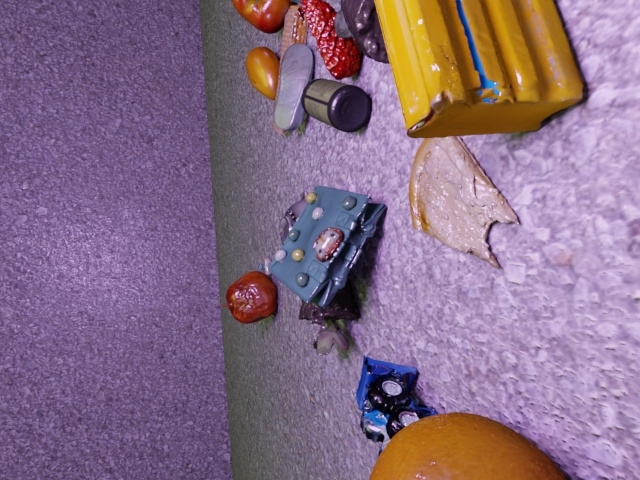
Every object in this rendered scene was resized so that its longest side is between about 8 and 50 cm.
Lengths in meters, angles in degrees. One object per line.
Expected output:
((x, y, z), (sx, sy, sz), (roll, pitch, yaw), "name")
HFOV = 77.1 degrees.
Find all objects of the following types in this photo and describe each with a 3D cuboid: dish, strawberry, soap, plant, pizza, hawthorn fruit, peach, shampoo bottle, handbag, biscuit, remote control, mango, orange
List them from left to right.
((-0.297, 0.239, 1.586), (0.207, 0.243, 0.207), (25, 121, 49), "hawthorn fruit")
((-0.174, -0.774, 1.247), (0.243, 0.200, 0.243), (-15, -90, -74), "peach")
((-0.235, 0.112, 1.689), (0.122, 0.032, 0.074), (166, 100, -66), "remote control")
((-0.191, -0.588, 1.421), (0.219, 0.113, 0.144), (61, 147, 23), "mango")
((-0.095, -0.528, 1.269), (0.094, 0.054, 0.378), (-130, 43, -52), "biscuit")
((-0.074, -0.041, 1.245), (0.236, 0.086, 0.227), (-163, 72, -64), "dish")
((-0.004, -0.003, 0.938), (0.268, 0.100, 0.274), (-58, 24, -3), "handbag")
((0.016, -0.342, 0.988), (0.284, 0.101, 0.101), (-133, 45, -55), "shampoo bottle")
((0.018, 0.182, 1.014), (0.142, 0.131, 0.203), (-38, 60, 58), "plant")
((0.031, -0.446, 0.880), (0.082, 0.188, 0.121), (-17, 39, 26), "strawberry")
((0.110, -0.411, 0.725), (0.274, 0.147, 0.149), (-106, -7, -56), "plant")
((0.216, -0.059, 0.660), (0.181, 0.034, 0.262), (111, 146, -41), "pizza")
((0.180, -0.290, 0.512), (0.096, 0.204, 0.324), (129, 134, -70), "soap")
((0.186, 0.355, 0.503), (0.274, 0.275, 0.274), (177, 90, -66), "orange")

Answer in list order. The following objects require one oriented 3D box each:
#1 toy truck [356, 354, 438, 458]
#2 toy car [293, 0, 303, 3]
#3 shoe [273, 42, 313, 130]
((0.145, 0.319, 0.756), (0.208, 0.126, 0.113), (-127, 39, -57), "toy truck")
((-0.019, -0.730, 1.033), (0.224, 0.090, 0.076), (117, 148, -48), "toy car")
((-0.073, -0.448, 1.200), (0.100, 0.103, 0.250), (-6, -69, -72), "shoe")
